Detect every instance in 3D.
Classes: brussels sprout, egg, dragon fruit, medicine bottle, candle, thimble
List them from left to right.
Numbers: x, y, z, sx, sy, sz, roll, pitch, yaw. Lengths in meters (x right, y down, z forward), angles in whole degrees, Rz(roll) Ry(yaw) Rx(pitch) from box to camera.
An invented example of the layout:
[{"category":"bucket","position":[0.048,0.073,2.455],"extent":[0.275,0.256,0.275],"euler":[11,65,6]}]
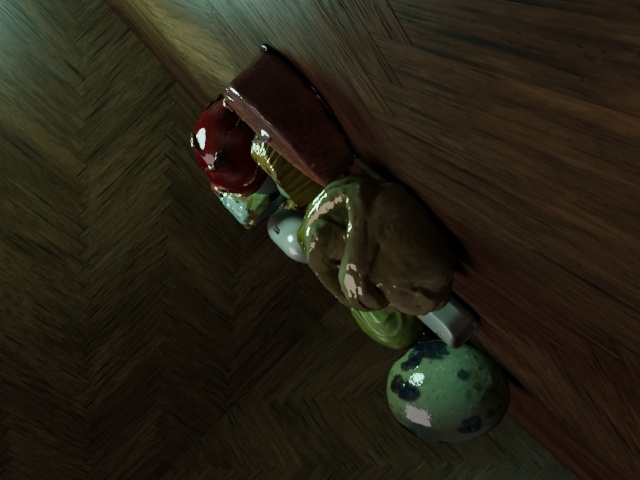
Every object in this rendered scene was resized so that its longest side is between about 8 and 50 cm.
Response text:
[{"category":"dragon fruit","position":[-0.234,-0.258,1.741],"extent":[0.250,0.250,0.315],"euler":[45,155,9]},{"category":"thimble","position":[-0.207,-0.178,2.197],"extent":[0.167,0.288,0.254],"euler":[43,147,4]},{"category":"candle","position":[-0.066,-0.219,1.246],"extent":[0.287,0.131,0.317],"euler":[43,179,-16]},{"category":"brussels sprout","position":[0.243,0.242,2.287],"extent":[0.328,0.247,0.328],"euler":[48,163,20]},{"category":"medicine bottle","position":[0.280,0.153,1.719],"extent":[0.296,0.111,0.161],"euler":[45,177,26]},{"category":"egg","position":[0.420,0.504,2.137],"extent":[0.428,0.345,0.345],"euler":[-2,139,49]}]

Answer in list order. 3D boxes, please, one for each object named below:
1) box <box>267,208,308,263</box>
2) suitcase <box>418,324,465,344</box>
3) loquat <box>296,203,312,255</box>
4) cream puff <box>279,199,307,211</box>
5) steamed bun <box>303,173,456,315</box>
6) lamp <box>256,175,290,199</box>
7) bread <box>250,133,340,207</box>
[{"category":"box","position":[0.000,0.001,2.236],"extent":[0.349,0.141,0.289],"euler":[13,-167,-30]},{"category":"suitcase","position":[0.451,0.394,2.464],"extent":[0.202,0.128,0.312],"euler":[46,177,-12]},{"category":"loquat","position":[0.071,-0.014,1.568],"extent":[0.246,0.213,0.213],"euler":[22,176,2]},{"category":"cream puff","position":[-0.123,-0.182,2.517],"extent":[0.189,0.129,0.189],"euler":[46,-170,-10]},{"category":"steamed bun","position":[0.113,0.031,1.276],"extent":[0.325,0.230,0.372],"euler":[42,175,8]},{"category":"lamp","position":[-0.148,-0.220,1.963],"extent":[0.244,0.197,0.198],"euler":[28,171,20]},{"category":"bread","position":[-0.062,-0.187,1.485],"extent":[0.240,0.139,0.240],"euler":[48,178,2]}]
